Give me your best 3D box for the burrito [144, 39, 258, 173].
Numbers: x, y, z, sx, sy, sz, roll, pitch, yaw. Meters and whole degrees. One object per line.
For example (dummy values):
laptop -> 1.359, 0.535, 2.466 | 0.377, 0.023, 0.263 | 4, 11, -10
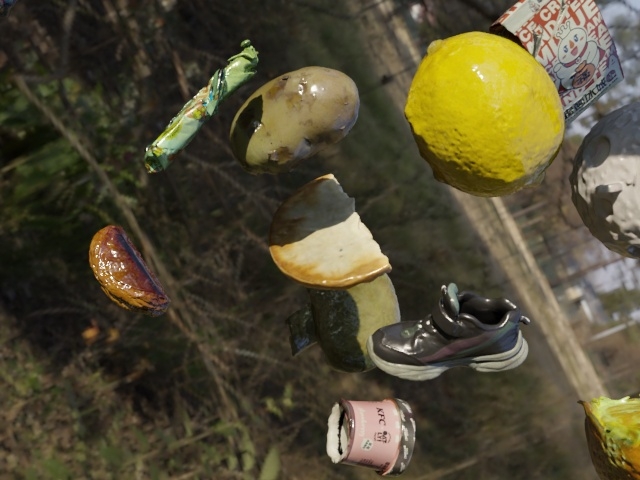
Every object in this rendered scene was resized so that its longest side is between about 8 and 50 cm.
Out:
burrito -> -0.192, -0.227, 1.715 | 0.054, 0.288, 0.104 | 44, -18, -9

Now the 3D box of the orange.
orange -> 0.511, 0.286, 1.438 | 0.334, 0.262, 0.196 | 59, 14, -74

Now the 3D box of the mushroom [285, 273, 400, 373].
mushroom -> 0.073, 0.183, 2.479 | 0.212, 0.292, 0.217 | -114, -155, -47

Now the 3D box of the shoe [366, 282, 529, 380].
shoe -> 0.131, 0.084, 1.044 | 0.071, 0.169, 0.099 | -97, -174, -51

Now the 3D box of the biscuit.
biscuit -> 0.000, 0.000, 2.048 | 0.040, 0.204, 0.309 | 71, -8, -45

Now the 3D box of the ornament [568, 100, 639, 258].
ornament -> 0.677, -0.123, 2.100 | 0.337, 0.337, 0.337 | -24, 90, -81

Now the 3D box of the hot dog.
hot dog -> -0.412, 0.070, 2.195 | 0.227, 0.099, 0.160 | 57, 5, 22

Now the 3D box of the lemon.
lemon -> 0.258, -0.192, 1.606 | 0.288, 0.233, 0.233 | 52, 13, -18

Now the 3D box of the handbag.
handbag -> 0.419, -0.361, 1.856 | 0.151, 0.171, 0.298 | 49, -1, 39

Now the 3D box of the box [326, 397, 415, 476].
box -> 0.090, 0.374, 1.990 | 0.151, 0.135, 0.151 | -169, -90, -71

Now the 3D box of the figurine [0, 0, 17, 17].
figurine -> -0.669, -0.359, 1.781 | 0.283, 0.338, 0.204 | 52, -9, -29

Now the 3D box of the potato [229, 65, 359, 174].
potato -> -0.051, -0.224, 1.902 | 0.165, 0.262, 0.165 | 53, 8, -11
